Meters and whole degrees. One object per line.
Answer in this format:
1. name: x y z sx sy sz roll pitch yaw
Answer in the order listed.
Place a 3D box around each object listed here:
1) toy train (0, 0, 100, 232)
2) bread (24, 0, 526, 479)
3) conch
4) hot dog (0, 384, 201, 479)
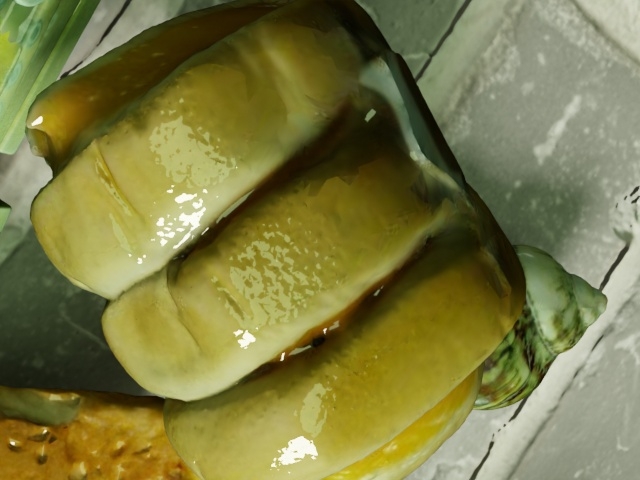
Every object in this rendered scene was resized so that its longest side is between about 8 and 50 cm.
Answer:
1. toy train: -0.241 -0.108 0.688 0.160 0.253 0.397 28 93 1
2. bread: 0.000 0.000 0.734 0.300 0.210 0.341 -28 91 -53
3. conch: 0.133 0.049 0.933 0.181 0.124 0.187 -13 98 -20
4. hot dog: -0.280 0.196 0.766 0.405 0.223 0.185 8 69 -20
